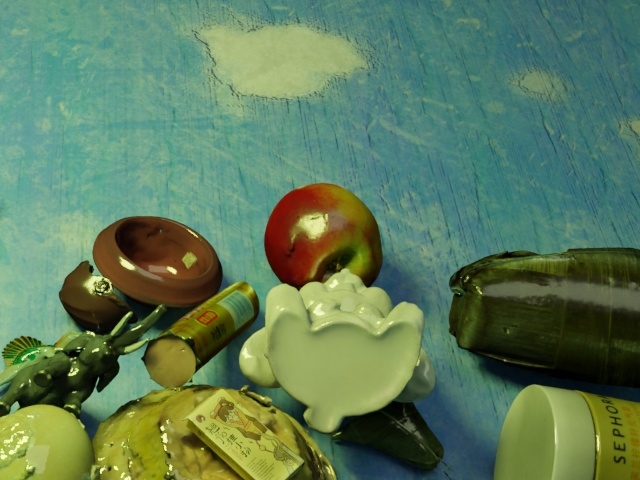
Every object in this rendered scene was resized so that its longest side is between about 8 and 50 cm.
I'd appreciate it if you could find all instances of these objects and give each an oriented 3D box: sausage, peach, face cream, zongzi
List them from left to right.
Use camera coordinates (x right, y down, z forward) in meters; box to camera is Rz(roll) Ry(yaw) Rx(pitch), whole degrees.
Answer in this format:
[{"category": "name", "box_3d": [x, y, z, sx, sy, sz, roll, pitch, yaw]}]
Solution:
[{"category": "sausage", "box_3d": [-0.149, 0.119, 2.022, 0.082, 0.082, 0.371, 25, 16, 8]}, {"category": "peach", "box_3d": [0.000, 0.000, 2.234, 0.197, 0.197, 0.197, 12, 39, -10]}, {"category": "zongzi", "box_3d": [0.106, 0.306, 2.031, 0.130, 0.062, 0.154, -28, 72, -19]}, {"category": "zongzi", "box_3d": [0.405, 0.084, 2.332, 0.403, 0.208, 0.432, 7, 19, 3]}, {"category": "face cream", "box_3d": [0.361, 0.318, 1.970, 0.179, 0.218, 0.218, 11, 39, -12]}]

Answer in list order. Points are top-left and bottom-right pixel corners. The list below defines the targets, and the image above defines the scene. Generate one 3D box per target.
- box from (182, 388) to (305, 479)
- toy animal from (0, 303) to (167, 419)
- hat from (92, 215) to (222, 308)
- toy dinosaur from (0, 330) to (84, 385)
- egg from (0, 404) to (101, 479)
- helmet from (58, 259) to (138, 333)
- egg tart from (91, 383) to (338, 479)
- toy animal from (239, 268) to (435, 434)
[{"category": "box", "box_3d": [-0.096, 0.252, 1.791, 0.149, 0.020, 0.073, 39, 46, 11]}, {"category": "toy animal", "box_3d": [-0.319, 0.175, 1.855, 0.082, 0.269, 0.137, 52, 22, -10]}, {"category": "hat", "box_3d": [-0.246, 0.044, 2.145, 0.205, 0.089, 0.205, 18, 32, -11]}, {"category": "toy dinosaur", "box_3d": [-0.404, 0.163, 1.985, 0.187, 0.044, 0.106, -16, 36, -20]}, {"category": "egg", "box_3d": [-0.354, 0.297, 1.738, 0.164, 0.164, 0.201, 19, 70, 0]}, {"category": "helmet", "box_3d": [-0.327, 0.092, 2.060, 0.070, 0.098, 0.123, -39, 62, -16]}, {"category": "egg tart", "box_3d": [-0.129, 0.300, 1.851, 0.352, 0.150, 0.352, 11, 43, -11]}, {"category": "toy animal", "box_3d": [0.021, 0.151, 2.040, 0.271, 0.206, 0.265, 5, 8, -4]}]
